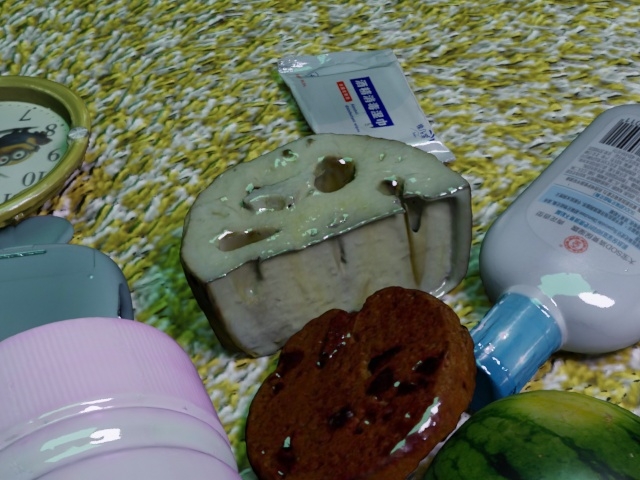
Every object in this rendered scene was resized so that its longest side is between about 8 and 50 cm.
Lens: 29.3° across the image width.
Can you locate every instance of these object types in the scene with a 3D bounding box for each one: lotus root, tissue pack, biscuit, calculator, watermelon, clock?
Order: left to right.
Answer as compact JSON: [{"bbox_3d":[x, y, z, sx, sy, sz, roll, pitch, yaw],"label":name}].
[{"bbox_3d":[-0.319,-0.068,1.119,0.237,0.057,0.237,-5,41,5],"label":"clock"},{"bbox_3d":[-0.244,0.081,0.987,0.186,0.041,0.298,-6,45,-3],"label":"calculator"},{"bbox_3d":[0.000,0.000,1.002,0.235,0.119,0.138,-15,48,-10],"label":"lotus root"},{"bbox_3d":[0.029,0.115,0.900,0.192,0.049,0.192,-25,37,21],"label":"biscuit"},{"bbox_3d":[0.039,-0.124,1.181,0.123,0.026,0.193,-13,47,-11],"label":"tissue pack"},{"bbox_3d":[0.174,0.188,0.808,0.204,0.127,0.232,-23,55,-23],"label":"watermelon"}]

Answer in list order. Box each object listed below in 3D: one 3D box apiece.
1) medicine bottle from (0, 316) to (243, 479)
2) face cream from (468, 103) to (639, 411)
[{"bbox_3d":[-0.120,0.223,0.734,0.202,0.202,0.316,-18,47,-14],"label":"medicine bottle"},{"bbox_3d":[0.220,0.014,1.002,0.163,0.080,0.337,30,55,26],"label":"face cream"}]
